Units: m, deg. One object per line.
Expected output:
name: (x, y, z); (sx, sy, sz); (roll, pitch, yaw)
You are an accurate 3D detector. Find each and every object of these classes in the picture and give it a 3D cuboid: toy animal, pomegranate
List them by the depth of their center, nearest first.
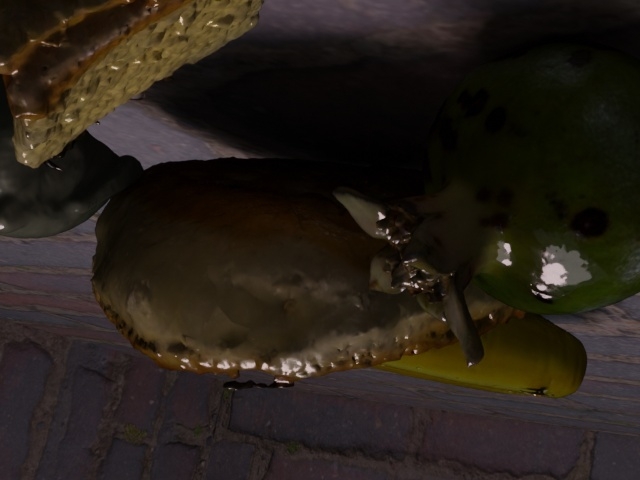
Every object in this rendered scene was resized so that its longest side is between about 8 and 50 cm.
pomegranate: (0.103, -0.016, 0.535); (0.148, 0.169, 0.148); (50, 171, 11)
toy animal: (-0.233, -0.083, 0.704); (0.236, 0.138, 0.108); (21, 142, 26)

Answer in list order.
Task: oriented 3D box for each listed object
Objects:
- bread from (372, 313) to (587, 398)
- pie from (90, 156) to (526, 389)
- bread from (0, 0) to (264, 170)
bread: (0.103, 0.085, 1.136); (0.384, 0.112, 0.166); (16, 169, -22)
pie: (0.000, 0.000, 0.698); (0.315, 0.092, 0.315); (0, -165, 0)
bread: (-0.085, -0.105, 0.492); (0.152, 0.127, 0.147); (-4, 170, -10)
